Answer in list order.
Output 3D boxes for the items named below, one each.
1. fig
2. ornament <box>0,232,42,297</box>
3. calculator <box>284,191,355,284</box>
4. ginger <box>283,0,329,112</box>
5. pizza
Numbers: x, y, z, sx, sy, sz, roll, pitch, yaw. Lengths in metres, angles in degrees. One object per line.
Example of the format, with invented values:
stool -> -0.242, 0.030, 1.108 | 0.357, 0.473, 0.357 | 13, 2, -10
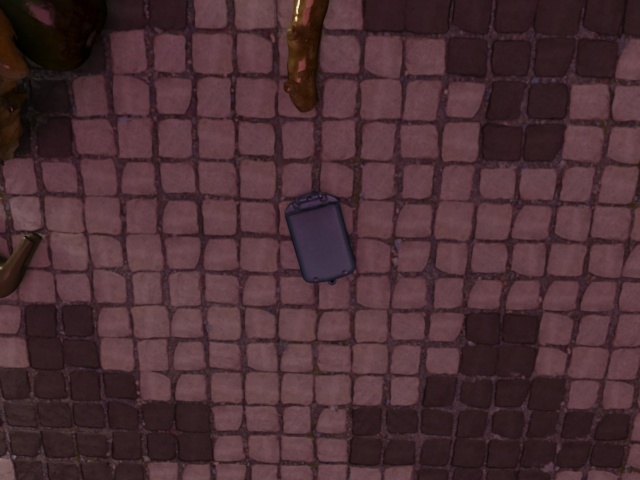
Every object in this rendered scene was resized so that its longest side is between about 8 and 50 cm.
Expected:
fig -> -0.483, -0.402, 1.042 | 0.191, 0.181, 0.181 | 31, 107, -37
ornament -> -0.756, 0.041, 1.257 | 0.230, 0.061, 0.245 | 32, 102, -7
calculator -> 0.000, 0.000, 1.243 | 0.121, 0.039, 0.210 | -14, 107, 7
ginger -> -0.022, -0.388, 1.096 | 0.065, 0.118, 0.298 | 21, 117, 34
pizza -> -0.588, -0.331, 1.007 | 0.080, 0.392, 0.434 | -27, 117, -30
